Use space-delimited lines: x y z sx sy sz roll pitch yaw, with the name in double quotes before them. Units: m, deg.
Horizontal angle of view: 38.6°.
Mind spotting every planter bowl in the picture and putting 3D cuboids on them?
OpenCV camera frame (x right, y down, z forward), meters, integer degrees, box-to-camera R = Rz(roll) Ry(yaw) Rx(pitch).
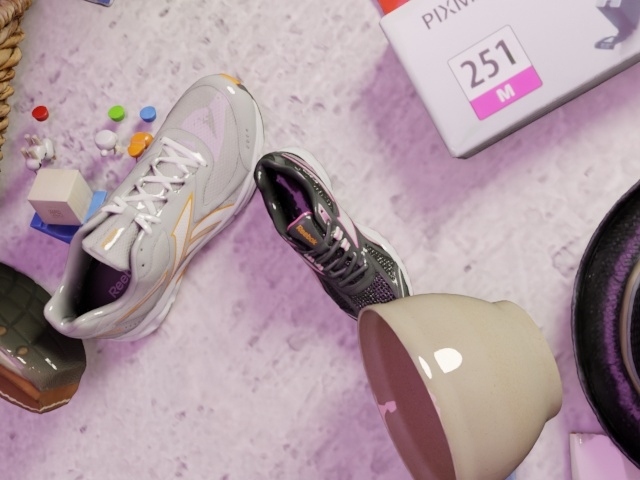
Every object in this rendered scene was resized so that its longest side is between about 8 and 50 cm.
"planter bowl" 0.110 0.107 0.686 0.109 0.162 0.162 -20 85 -14

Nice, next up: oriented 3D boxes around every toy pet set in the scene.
"toy pet set" -0.210 -0.059 0.829 0.122 0.065 0.114 3 58 14

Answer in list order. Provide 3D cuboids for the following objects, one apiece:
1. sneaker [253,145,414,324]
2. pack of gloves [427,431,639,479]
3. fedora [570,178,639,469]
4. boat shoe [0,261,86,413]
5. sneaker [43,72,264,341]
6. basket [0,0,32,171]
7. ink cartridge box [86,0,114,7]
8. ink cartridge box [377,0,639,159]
"sneaker" 0.000 0.000 0.746 0.072 0.077 0.178 -44 80 15
"pack of gloves" 0.175 0.266 0.727 0.195 0.046 0.232 2 82 16
"fedora" 0.337 0.059 0.601 0.334 0.152 0.333 0 89 15
"boat shoe" -0.356 0.070 0.843 0.324 0.123 0.119 30 105 22
"sneaker" -0.138 -0.020 0.764 0.099 0.121 0.262 31 100 13
"basket" -0.446 -0.155 0.805 0.299 0.213 0.223 14 96 16
"ink cartridge box" -0.203 -0.360 0.689 0.330 0.071 0.324 29 102 46
"ink cartridge box" 0.168 -0.231 0.699 0.275 0.060 0.238 -30 84 15
